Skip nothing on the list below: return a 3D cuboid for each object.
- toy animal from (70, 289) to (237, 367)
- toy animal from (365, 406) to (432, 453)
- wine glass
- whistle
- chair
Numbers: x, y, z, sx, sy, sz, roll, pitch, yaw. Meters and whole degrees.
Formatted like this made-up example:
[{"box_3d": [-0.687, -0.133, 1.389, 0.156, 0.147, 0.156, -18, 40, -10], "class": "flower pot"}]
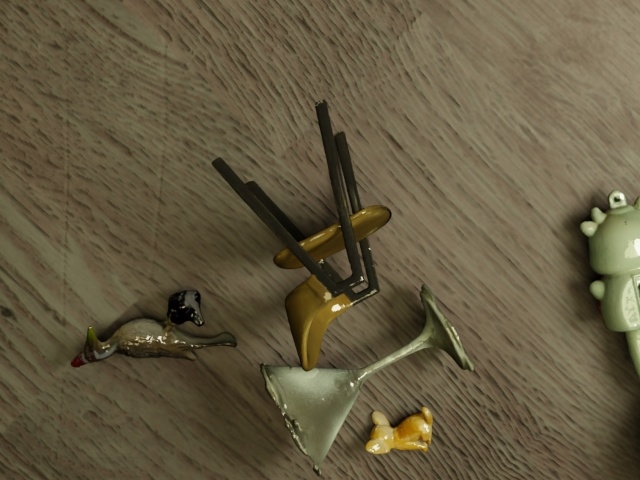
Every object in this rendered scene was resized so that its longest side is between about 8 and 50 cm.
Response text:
[{"box_3d": [-0.212, 0.121, 1.239, 0.202, 0.070, 0.105, -17, 120, -4], "class": "toy animal"}, {"box_3d": [0.098, 0.243, 1.283, 0.083, 0.060, 0.081, 4, 140, -5], "class": "toy animal"}, {"box_3d": [0.058, 0.161, 1.224, 0.232, 0.156, 0.156, -29, 101, -2], "class": "wine glass"}, {"box_3d": [0.393, 0.060, 1.241, 0.102, 0.106, 0.253, -13, 95, 30], "class": "whistle"}, {"box_3d": [0.000, 0.000, 1.144, 0.172, 0.159, 0.247, -30, 80, 5], "class": "chair"}]
